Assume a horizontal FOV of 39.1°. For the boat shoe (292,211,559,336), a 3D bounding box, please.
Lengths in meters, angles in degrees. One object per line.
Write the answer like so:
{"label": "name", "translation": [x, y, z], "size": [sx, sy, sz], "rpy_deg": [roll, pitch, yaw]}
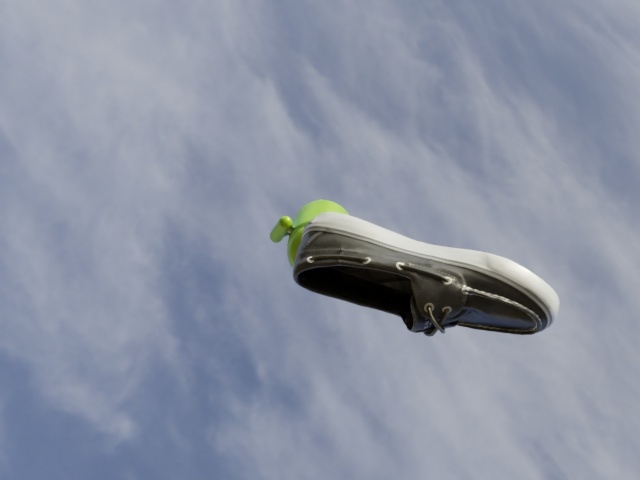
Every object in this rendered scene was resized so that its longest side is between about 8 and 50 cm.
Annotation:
{"label": "boat shoe", "translation": [0.084, 0.044, 0.765], "size": [0.229, 0.080, 0.076], "rpy_deg": [21, -126, 7]}

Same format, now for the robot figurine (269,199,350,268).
{"label": "robot figurine", "translation": [0.000, 0.000, 0.956], "size": [0.101, 0.115, 0.067], "rpy_deg": [28, -64, -9]}
